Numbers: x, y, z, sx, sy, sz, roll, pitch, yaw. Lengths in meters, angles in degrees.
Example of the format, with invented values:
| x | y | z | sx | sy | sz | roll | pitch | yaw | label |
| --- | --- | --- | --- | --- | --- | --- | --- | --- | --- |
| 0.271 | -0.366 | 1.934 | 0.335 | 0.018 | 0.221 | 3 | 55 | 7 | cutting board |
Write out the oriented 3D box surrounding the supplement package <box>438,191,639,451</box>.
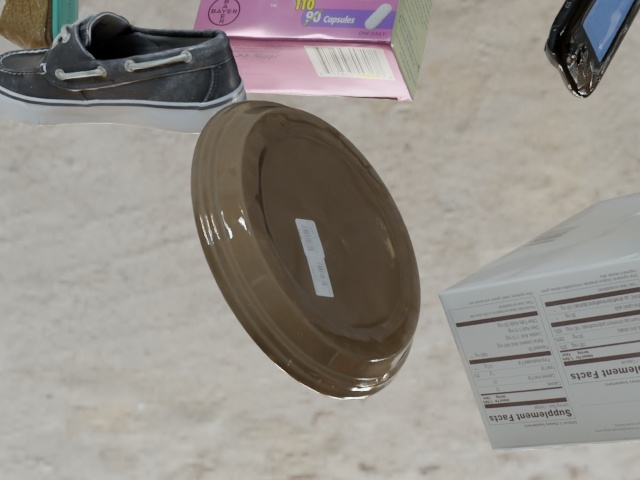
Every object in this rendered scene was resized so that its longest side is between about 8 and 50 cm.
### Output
| x | y | z | sx | sy | sz | roll | pitch | yaw | label |
| --- | --- | --- | --- | --- | --- | --- | --- | --- | --- |
| 0.268 | 0.053 | 1.171 | 0.204 | 0.145 | 0.262 | -14 | -172 | 46 | supplement package |

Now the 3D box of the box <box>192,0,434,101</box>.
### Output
| x | y | z | sx | sy | sz | roll | pitch | yaw | label |
| --- | --- | --- | --- | --- | --- | --- | --- | --- | --- |
| 0.006 | -0.282 | 1.473 | 0.213 | 0.243 | 0.117 | 5 | 157 | 18 | box |

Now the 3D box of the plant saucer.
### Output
| x | y | z | sx | sy | sz | roll | pitch | yaw | label |
| --- | --- | --- | --- | --- | --- | --- | --- | --- | --- |
| 0.000 | 0.000 | 1.203 | 0.041 | 0.278 | 0.278 | -27 | 134 | 32 | plant saucer |

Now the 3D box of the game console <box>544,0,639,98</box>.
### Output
| x | y | z | sx | sy | sz | roll | pitch | yaw | label |
| --- | --- | --- | --- | --- | --- | --- | --- | --- | --- |
| 0.340 | -0.302 | 1.469 | 0.044 | 0.361 | 0.213 | 14 | 156 | 46 | game console |

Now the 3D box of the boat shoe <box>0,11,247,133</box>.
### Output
| x | y | z | sx | sy | sz | roll | pitch | yaw | label |
| --- | --- | --- | --- | --- | --- | --- | --- | --- | --- |
| -0.211 | -0.171 | 1.354 | 0.301 | 0.108 | 0.102 | 9 | 126 | 30 | boat shoe |

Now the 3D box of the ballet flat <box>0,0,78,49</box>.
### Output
| x | y | z | sx | sy | sz | roll | pitch | yaw | label |
| --- | --- | --- | --- | --- | --- | --- | --- | --- | --- |
| -0.361 | -0.411 | 1.814 | 0.124 | 0.116 | 0.343 | 10 | 97 | 13 | ballet flat |
